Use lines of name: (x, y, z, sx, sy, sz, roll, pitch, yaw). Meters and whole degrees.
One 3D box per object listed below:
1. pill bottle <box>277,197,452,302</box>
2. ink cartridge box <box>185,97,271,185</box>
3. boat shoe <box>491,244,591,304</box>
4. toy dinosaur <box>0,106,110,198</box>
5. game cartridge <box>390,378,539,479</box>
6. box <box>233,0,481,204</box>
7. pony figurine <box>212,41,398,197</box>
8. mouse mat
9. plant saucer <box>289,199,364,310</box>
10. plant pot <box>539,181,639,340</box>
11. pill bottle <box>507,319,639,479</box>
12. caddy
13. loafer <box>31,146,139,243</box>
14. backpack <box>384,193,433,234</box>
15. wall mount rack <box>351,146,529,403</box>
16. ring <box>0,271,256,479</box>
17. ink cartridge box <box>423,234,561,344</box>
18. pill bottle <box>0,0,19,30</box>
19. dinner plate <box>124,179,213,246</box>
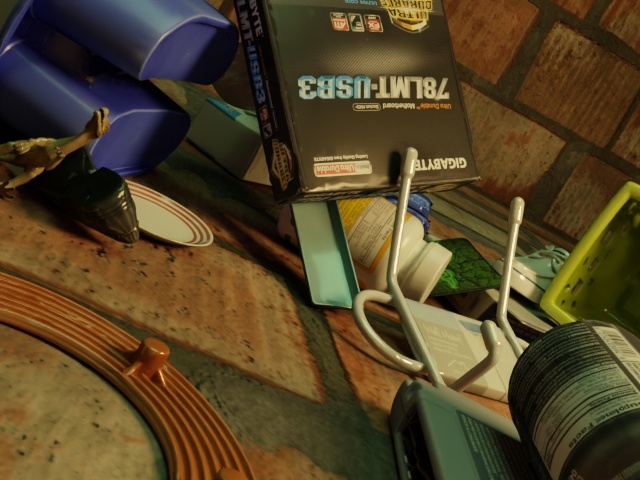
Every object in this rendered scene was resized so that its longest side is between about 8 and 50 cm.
pill bottle: (0.059, -0.002, 1.133, 0.208, 0.118, 0.117, 32, 13, 11)
ink cartridge box: (-0.102, -0.151, 1.432, 0.139, 0.082, 0.190, 37, 16, 28)
boat shoe: (0.351, 0.047, 1.367, 0.095, 0.084, 0.258, 39, 15, 33)
toy dinosaur: (-0.269, -0.077, 0.817, 0.183, 0.053, 0.092, -8, 17, 33)
game cartridge: (0.156, 0.217, 0.667, 0.196, 0.060, 0.294, 25, 14, -7)
box: (0.049, -0.200, 1.088, 0.295, 0.293, 0.073, -6, -10, -36)
pony figurine: (0.015, -0.205, 1.292, 0.363, 0.302, 0.351, 57, -9, 22)
mouse mat: (0.172, 0.038, 1.296, 0.152, 0.007, 0.190, -8, 22, -9)
plant saucer: (0.000, 0.000, 1.024, 0.067, 0.018, 0.192, 9, 49, -28)
plant pot: (0.493, 0.079, 1.283, 0.227, 0.228, 0.207, 38, 9, 29)
pill bottle: (0.222, 0.158, 0.632, 0.130, 0.130, 0.246, 28, 14, -7)
caddy: (-0.240, -0.209, 1.003, 0.179, 0.241, 0.341, 35, 13, 4)
loafer: (-0.228, -0.044, 0.837, 0.170, 0.062, 0.061, 34, -27, 46)
backpack: (0.146, -0.041, 1.513, 0.098, 0.101, 0.120, 37, 9, 0)
wall mount rack: (0.188, 0.061, 1.032, 0.350, 0.130, 0.304, 20, 35, -36)
ring: (-0.177, 0.085, 0.486, 0.336, 0.032, 0.336, 28, 12, -7)
ink cartridge box: (0.326, 0.125, 1.360, 0.303, 0.072, 0.307, 25, 16, -26)
pill bottle: (-0.449, -0.370, 1.216, 0.210, 0.210, 0.363, 21, 16, -33)
dinner plate: (-0.180, -0.027, 0.931, 0.141, 0.017, 0.141, 28, 12, -7)
